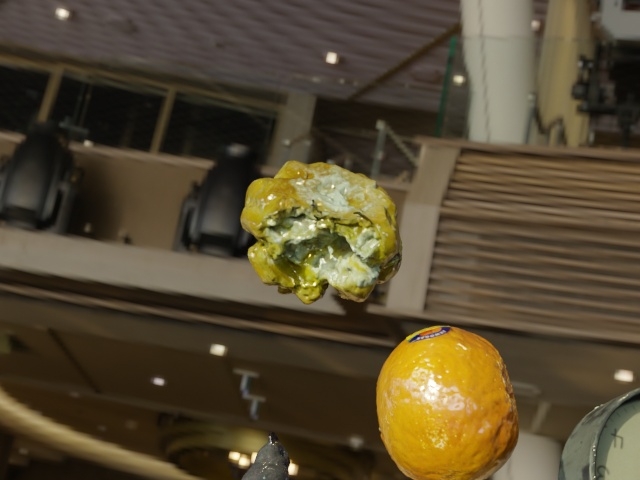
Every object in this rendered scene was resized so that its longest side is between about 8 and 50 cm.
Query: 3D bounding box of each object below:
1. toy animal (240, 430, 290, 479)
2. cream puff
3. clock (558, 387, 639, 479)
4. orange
[{"bbox_3d":[-0.107,0.397,1.838,0.117,0.210,0.121,1,-38,2],"label":"toy animal"},{"bbox_3d":[0.001,-0.003,1.582,0.221,0.195,0.195,16,-17,5],"label":"cream puff"},{"bbox_3d":[0.435,0.323,1.428,0.325,0.325,0.067,17,-38,-17],"label":"clock"},{"bbox_3d":[0.137,0.181,1.310,0.155,0.178,0.177,-17,-18,-2],"label":"orange"}]
